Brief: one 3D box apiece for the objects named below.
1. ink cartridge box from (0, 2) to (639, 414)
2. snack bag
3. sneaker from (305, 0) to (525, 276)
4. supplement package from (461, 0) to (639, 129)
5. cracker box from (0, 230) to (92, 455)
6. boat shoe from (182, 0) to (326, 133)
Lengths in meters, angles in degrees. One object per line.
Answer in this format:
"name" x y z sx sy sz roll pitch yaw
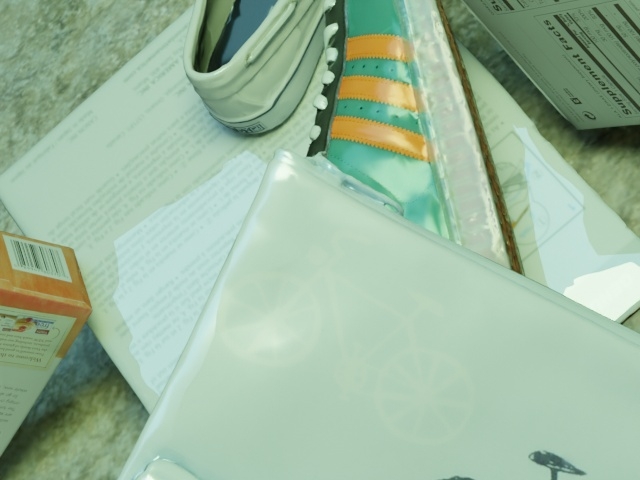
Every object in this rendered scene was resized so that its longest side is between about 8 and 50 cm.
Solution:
"ink cartridge box" 0.000 0.000 1.105 0.308 0.091 0.385 -41 61 2
"snack bag" 0.052 0.170 0.777 0.323 0.037 0.343 27 84 0
"sneaker" 0.034 -0.068 1.006 0.121 0.108 0.302 -17 65 10
"supplement package" 0.198 -0.231 0.983 0.145 0.204 0.262 -2 49 57
"cracker box" -0.273 0.091 1.093 0.232 0.155 0.067 -55 39 26
"boat shoe" -0.019 -0.199 1.094 0.095 0.084 0.258 8 73 24
